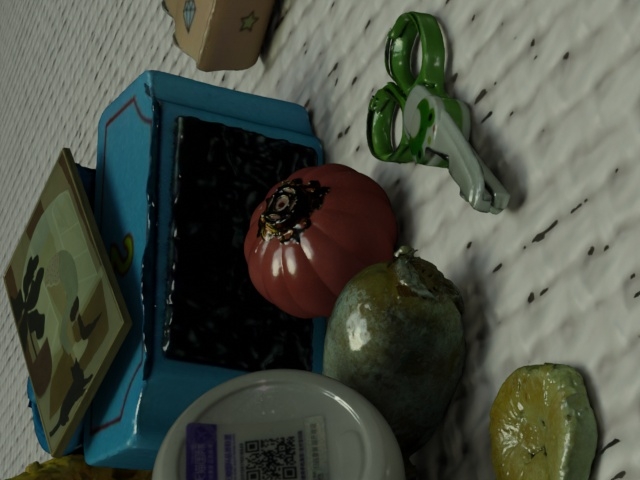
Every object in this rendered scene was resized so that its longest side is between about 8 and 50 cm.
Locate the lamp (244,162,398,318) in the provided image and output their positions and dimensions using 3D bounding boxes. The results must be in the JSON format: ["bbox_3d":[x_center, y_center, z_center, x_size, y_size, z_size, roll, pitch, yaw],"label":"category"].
[{"bbox_3d":[0.000,0.000,0.906,0.107,0.092,0.107,-23,47,27],"label":"lamp"}]

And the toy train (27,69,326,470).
[{"bbox_3d":[-0.112,0.032,1.075,0.265,0.188,0.300,-31,55,55],"label":"toy train"}]

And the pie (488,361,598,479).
[{"bbox_3d":[0.111,0.099,0.688,0.084,0.020,0.084,-173,90,-67],"label":"pie"}]

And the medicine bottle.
[{"bbox_3d":[-0.015,0.185,0.778,0.215,0.135,0.135,83,175,-46],"label":"medicine bottle"}]

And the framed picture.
[{"bbox_3d":[-0.194,0.043,1.026,0.136,0.010,0.201,-60,38,29],"label":"framed picture"}]

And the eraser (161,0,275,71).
[{"bbox_3d":[-0.063,-0.308,1.173,0.171,0.087,0.290,-114,36,-51],"label":"eraser"}]

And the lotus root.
[{"bbox_3d":[0.038,0.080,0.806,0.088,0.088,0.165,-117,29,-56],"label":"lotus root"}]

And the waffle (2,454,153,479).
[{"bbox_3d":[-0.170,0.275,1.142,0.057,0.219,0.229,-19,93,27],"label":"waffle"}]

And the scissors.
[{"bbox_3d":[0.071,-0.068,0.833,0.204,0.027,0.101,-119,38,-60],"label":"scissors"}]
